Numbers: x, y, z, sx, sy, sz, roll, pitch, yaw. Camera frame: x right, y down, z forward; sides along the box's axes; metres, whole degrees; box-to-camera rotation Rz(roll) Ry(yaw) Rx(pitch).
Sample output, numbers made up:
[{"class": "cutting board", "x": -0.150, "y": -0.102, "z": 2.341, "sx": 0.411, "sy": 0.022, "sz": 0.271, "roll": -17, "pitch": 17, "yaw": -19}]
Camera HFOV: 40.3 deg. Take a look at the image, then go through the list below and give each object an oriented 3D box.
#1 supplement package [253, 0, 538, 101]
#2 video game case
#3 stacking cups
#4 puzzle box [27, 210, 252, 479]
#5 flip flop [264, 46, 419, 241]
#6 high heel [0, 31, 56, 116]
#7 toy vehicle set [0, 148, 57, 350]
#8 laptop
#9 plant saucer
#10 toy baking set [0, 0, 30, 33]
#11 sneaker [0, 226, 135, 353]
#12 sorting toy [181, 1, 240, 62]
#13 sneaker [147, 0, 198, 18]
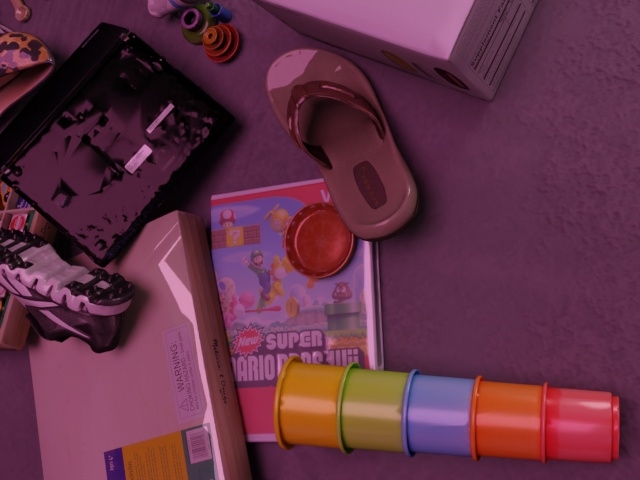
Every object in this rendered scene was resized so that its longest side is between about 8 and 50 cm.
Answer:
[{"class": "supplement package", "x": 0.084, "y": -0.292, "z": 0.900, "sx": 0.262, "sy": 0.145, "sz": 0.204, "roll": 26, "pitch": 94, "yaw": 28}, {"class": "video game case", "x": -0.030, "y": 0.077, "z": 0.967, "sx": 0.204, "sy": 0.025, "sz": 0.285, "roll": -7, "pitch": 79, "yaw": 26}, {"class": "stacking cups", "x": 0.119, "y": 0.170, "z": 0.834, "sx": 0.316, "sy": 0.096, "sz": 0.096, "roll": 3, "pitch": 83, "yaw": 15}, {"class": "puzzle box", "x": -0.217, "y": 0.200, "z": 1.010, "sx": 0.272, "sy": 0.052, "sz": 0.408, "roll": -21, "pitch": 72, "yaw": 27}, {"class": "flip flop", "x": 0.014, "y": -0.117, "z": 0.927, "sx": 0.112, "sy": 0.080, "sz": 0.277, "roll": -34, "pitch": 54, "yaw": 14}, {"class": "high heel", "x": -0.456, "y": -0.159, "z": 1.166, "sx": 0.186, "sy": 0.093, "sz": 0.261, "roll": 13, "pitch": 84, "yaw": 28}, {"class": "toy vehicle set", "x": -0.414, "y": 0.009, "z": 1.120, "sx": 0.166, "sy": 0.035, "sz": 0.266, "roll": -5, "pitch": 65, "yaw": 31}, {"class": "laptop", "x": -0.270, "y": -0.130, "z": 1.079, "sx": 0.264, "sy": 0.136, "sz": 0.234, "roll": 40, "pitch": 86, "yaw": 7}, {"class": "plant saucer", "x": 0.000, "y": 0.000, "z": 0.941, "sx": 0.083, "sy": 0.013, "sz": 0.083, "roll": -5, "pitch": 79, "yaw": 27}, {"class": "toy baking set", "x": -0.477, "y": -0.347, "z": 1.255, "sx": 0.197, "sy": 0.030, "sz": 0.256, "roll": 36, "pitch": 98, "yaw": 27}, {"class": "sneaker", "x": -0.315, "y": 0.063, "z": 1.001, "sx": 0.234, "sy": 0.078, "sz": 0.106, "roll": 21, "pitch": 119, "yaw": 22}, {"class": "sorting toy", "x": -0.139, "y": -0.262, "z": 1.065, "sx": 0.102, "sy": 0.042, "sz": 0.061, "roll": 40, "pitch": 101, "yaw": 26}, {"class": "sneaker", "x": -0.204, "y": -0.368, "z": 1.103, "sx": 0.083, "sy": 0.071, "sz": 0.190, "roll": -22, "pitch": 66, "yaw": 39}]
